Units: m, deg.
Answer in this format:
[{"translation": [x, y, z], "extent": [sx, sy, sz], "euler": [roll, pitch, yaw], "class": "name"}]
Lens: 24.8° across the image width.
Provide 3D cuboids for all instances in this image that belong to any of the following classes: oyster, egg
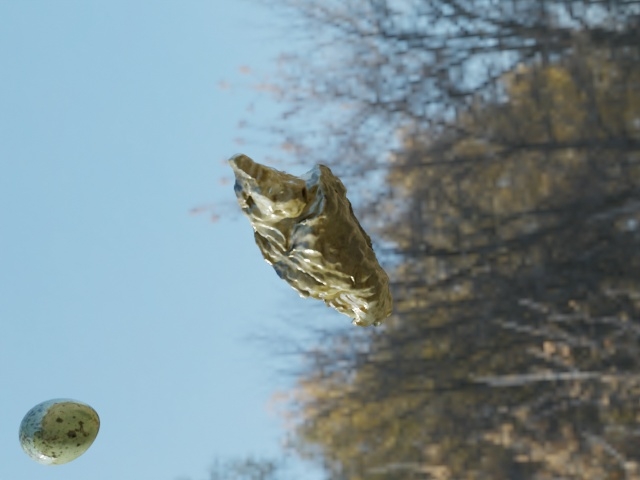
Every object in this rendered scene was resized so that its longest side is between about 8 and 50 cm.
[{"translation": [0.004, -0.003, 2.038], "extent": [0.341, 0.110, 0.166], "euler": [57, -146, -18], "class": "oyster"}, {"translation": [-0.333, 0.242, 1.864], "extent": [0.110, 0.085, 0.085], "euler": [-22, -71, -42], "class": "egg"}]
